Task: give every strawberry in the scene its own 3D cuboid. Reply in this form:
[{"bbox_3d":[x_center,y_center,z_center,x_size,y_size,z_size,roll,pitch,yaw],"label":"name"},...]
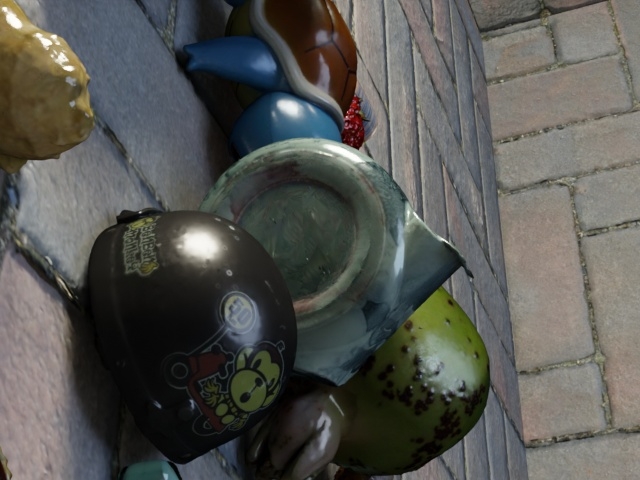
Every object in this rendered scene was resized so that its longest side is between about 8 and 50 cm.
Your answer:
[{"bbox_3d":[0.002,-0.159,1.811,0.148,0.131,0.131,-55,151,-5],"label":"strawberry"}]

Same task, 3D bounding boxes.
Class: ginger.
[{"bbox_3d":[-0.249,-0.152,0.980,0.115,0.122,0.193,-51,123,-44],"label":"ginger"}]

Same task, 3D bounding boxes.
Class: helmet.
[{"bbox_3d":[-0.105,0.070,1.170,0.279,0.160,0.231,-90,157,-54],"label":"helmet"}]

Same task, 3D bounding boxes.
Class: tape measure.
[{"bbox_3d":[-0.007,0.026,1.355,0.275,0.256,0.147,44,-3,24],"label":"tape measure"}]

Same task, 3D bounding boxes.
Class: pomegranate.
[{"bbox_3d":[0.034,0.178,1.477,0.340,0.285,0.285,-35,115,-39],"label":"pomegranate"}]

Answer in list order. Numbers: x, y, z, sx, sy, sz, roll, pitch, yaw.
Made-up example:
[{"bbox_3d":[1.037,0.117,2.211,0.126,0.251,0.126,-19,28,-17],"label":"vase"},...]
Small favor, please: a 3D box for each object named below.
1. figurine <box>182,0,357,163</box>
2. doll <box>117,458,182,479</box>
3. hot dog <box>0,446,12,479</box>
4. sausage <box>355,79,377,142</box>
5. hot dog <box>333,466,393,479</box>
[{"bbox_3d":[-0.042,-0.234,1.599,0.298,0.243,0.416,66,39,-60],"label":"figurine"},{"bbox_3d":[-0.133,0.294,1.112,0.158,0.059,0.159,51,30,-55],"label":"doll"},{"bbox_3d":[-0.266,0.152,0.750,0.270,0.081,0.163,48,32,-57],"label":"hot dog"},{"bbox_3d":[-0.003,-0.267,1.892,0.312,0.093,0.093,55,27,-51],"label":"sausage"},{"bbox_3d":[0.062,0.306,1.646,0.268,0.075,0.144,-67,174,-64],"label":"hot dog"}]
